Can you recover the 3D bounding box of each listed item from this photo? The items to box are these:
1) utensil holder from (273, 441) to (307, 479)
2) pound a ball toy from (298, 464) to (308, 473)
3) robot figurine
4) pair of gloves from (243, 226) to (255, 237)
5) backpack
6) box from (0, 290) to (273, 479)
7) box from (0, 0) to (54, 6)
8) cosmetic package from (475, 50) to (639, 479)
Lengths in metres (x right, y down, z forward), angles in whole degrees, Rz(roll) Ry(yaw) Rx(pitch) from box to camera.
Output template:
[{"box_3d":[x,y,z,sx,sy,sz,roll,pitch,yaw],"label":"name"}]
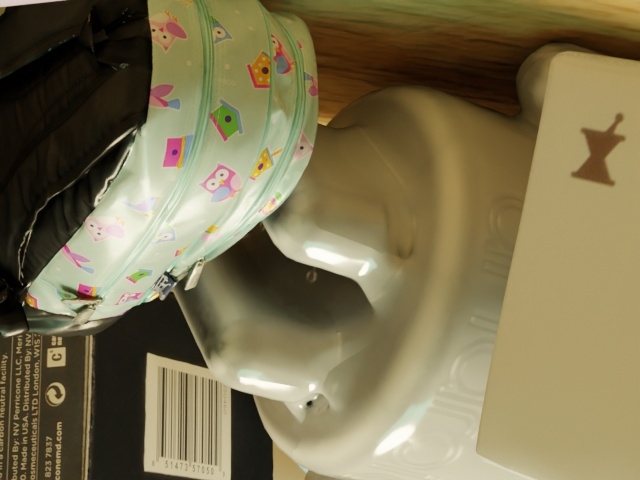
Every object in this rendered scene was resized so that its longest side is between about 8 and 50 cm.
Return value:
[{"box_3d":[-0.207,0.301,1.708,0.328,0.327,0.385,-8,161,31],"label":"utensil holder"},{"box_3d":[0.051,0.184,1.455,0.208,0.135,0.319,29,171,42],"label":"pound a ball toy"},{"box_3d":[0.101,0.043,0.801,0.354,0.199,0.300,16,116,-28],"label":"robot figurine"},{"box_3d":[0.000,0.000,1.093,0.198,0.023,0.159,-12,163,44],"label":"pair of gloves"},{"box_3d":[-0.085,-0.049,0.686,0.115,0.151,0.182,3,155,-34],"label":"backpack"},{"box_3d":[-0.281,0.166,1.369,0.396,0.211,0.293,-8,165,26],"label":"box"},{"box_3d":[-0.098,-0.120,0.515,0.324,0.067,0.063,-4,165,14],"label":"box"},{"box_3d":[0.298,0.036,0.653,0.230,0.161,0.453,18,-170,42],"label":"cosmetic package"}]
